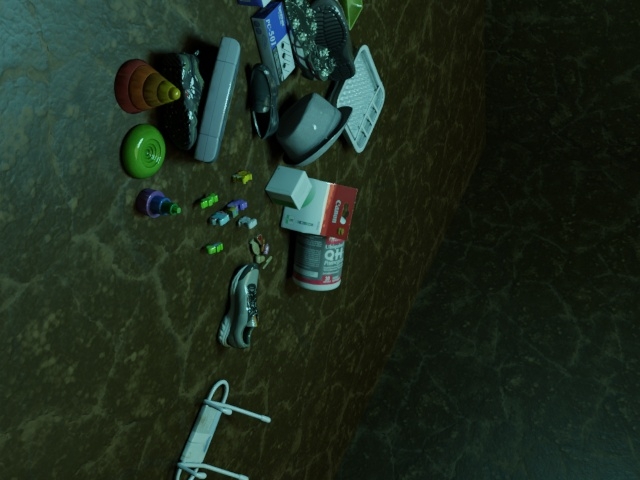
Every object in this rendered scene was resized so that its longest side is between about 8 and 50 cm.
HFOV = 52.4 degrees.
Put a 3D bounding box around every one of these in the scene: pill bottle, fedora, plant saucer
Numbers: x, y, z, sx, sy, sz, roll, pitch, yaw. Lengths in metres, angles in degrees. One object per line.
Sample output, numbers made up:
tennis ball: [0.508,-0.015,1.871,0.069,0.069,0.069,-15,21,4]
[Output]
pill bottle: [0.000,0.000,2.266,0.176,0.176,0.319,-28,128,-57]
fedora: [-0.040,-0.356,1.986,0.124,0.243,0.275,46,68,-29]
plant saucer: [0.090,-0.808,2.109,0.188,0.045,0.188,-69,158,-46]

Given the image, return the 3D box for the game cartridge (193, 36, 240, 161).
game cartridge: [-0.250,-0.336,1.594,0.198,0.062,0.297,-147,-110,-77]

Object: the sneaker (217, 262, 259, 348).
sneaker: [-0.227,0.202,1.996,0.100,0.108,0.272,11,93,-63]

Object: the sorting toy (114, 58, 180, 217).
sorting toy: [-0.360,-0.214,1.460,0.127,0.126,0.366,-37,136,-53]

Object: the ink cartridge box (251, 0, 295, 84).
ink cartridge box: [-0.131,-0.554,1.831,0.097,0.046,0.207,-57,150,-35]

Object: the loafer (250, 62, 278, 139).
loafer: [-0.160,-0.388,1.828,0.223,0.076,0.078,86,23,-43]

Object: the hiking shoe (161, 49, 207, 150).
hiking shoe: [-0.301,-0.325,1.513,0.114,0.086,0.227,-34,134,-51]

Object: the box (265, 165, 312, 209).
box: [-0.099,-0.167,2.052,0.102,0.101,0.087,-63,152,-23]

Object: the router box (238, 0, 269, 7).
router box: [-0.139,-0.814,1.621,0.301,0.082,0.336,-57,150,-32]

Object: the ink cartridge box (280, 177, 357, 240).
ink cartridge box: [-0.008,-0.107,2.130,0.056,0.224,0.181,-6,109,-68]

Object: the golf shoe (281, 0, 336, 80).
golf shoe: [-0.063,-0.586,1.899,0.105,0.120,0.273,-48,126,-33]

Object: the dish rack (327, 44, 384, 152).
dish rack: [0.125,-0.512,2.355,0.286,0.072,0.333,-66,154,-16]

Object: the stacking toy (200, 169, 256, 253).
stacking toy: [-0.263,-0.081,1.831,0.221,0.052,0.167,-42,138,-46]

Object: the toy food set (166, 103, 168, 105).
toy food set: [-0.339,-0.345,1.550,0.083,0.020,0.083,23,83,-65]

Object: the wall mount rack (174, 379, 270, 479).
wall mount rack: [-0.306,0.632,2.049,0.350,0.130,0.304,-68,154,-11]

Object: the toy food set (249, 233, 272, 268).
toy food set: [-0.192,0.027,2.072,0.078,0.019,0.122,-54,140,-38]

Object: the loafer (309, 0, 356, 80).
loafer: [0.026,-0.649,2.041,0.366,0.133,0.130,65,20,-67]
